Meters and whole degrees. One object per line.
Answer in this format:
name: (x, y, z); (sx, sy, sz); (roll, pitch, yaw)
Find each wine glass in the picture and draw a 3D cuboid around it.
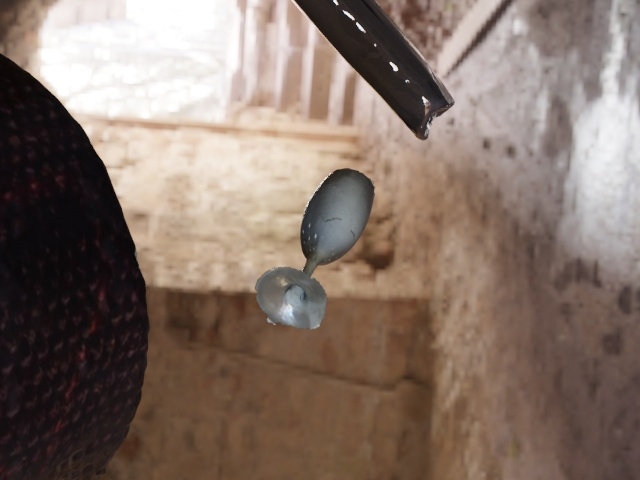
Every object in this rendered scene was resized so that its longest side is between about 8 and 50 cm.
wine glass: (0.000, 0.000, 1.187); (0.198, 0.066, 0.066); (-63, -17, -57)

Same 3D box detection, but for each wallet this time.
wallet: (-0.026, -0.234, 1.083); (0.377, 0.051, 0.197); (50, -171, 1)

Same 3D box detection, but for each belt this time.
belt: (-0.191, 0.013, 0.445); (0.164, 0.289, 0.184); (-27, -57, -52)
